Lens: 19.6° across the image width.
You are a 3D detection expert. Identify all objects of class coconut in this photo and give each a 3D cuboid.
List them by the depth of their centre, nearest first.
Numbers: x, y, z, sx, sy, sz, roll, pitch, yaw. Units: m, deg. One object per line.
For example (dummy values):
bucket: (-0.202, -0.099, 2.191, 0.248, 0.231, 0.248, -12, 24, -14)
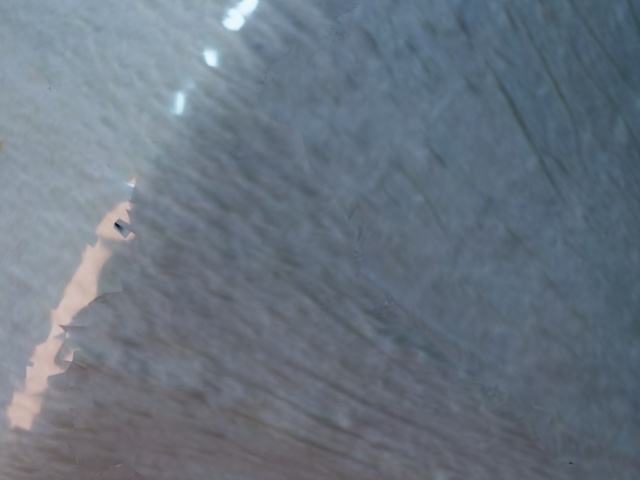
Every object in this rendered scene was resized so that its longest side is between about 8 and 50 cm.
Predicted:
coconut: (0.000, 0.000, 0.417, 0.266, 0.237, 0.237, 31, 131, 34)
